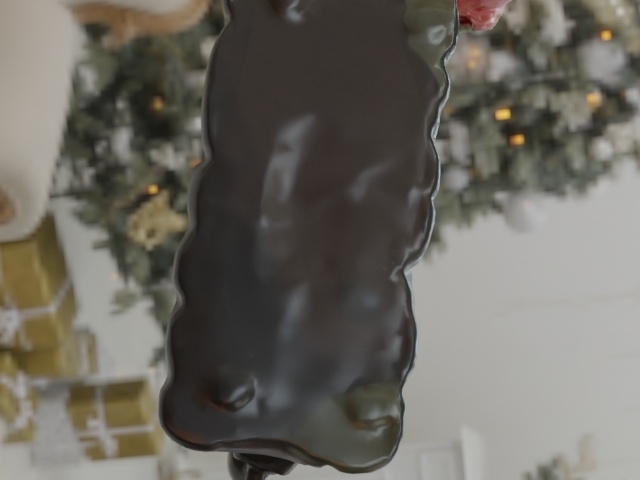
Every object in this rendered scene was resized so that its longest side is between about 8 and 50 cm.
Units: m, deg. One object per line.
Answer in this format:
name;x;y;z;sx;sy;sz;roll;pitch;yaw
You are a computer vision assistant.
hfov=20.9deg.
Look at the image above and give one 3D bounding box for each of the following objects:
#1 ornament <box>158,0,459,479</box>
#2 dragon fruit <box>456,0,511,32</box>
ornament;0.000;0.000;0.834;0.260;0.106;0.251;84;16;-79
dragon fruit;0.106;-0.227;1.237;0.166;0.172;0.160;-35;137;-46
